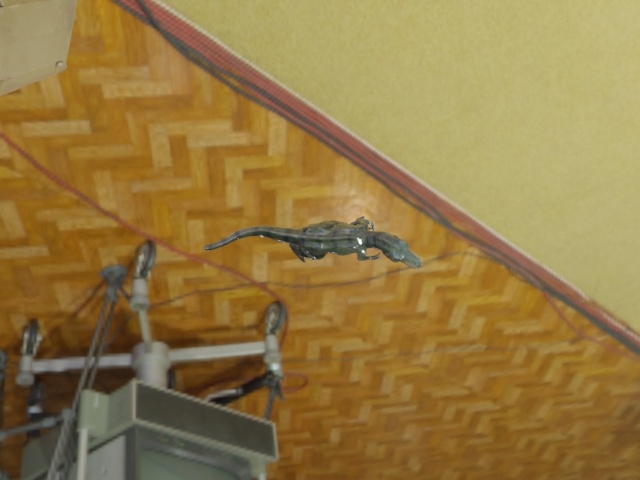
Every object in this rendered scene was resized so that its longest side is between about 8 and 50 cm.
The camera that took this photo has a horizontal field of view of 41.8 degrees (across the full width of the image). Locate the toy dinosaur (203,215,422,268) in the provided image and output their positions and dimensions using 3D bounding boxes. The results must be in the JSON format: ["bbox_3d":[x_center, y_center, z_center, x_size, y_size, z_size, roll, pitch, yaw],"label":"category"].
[{"bbox_3d":[0.000,0.000,1.058,0.268,0.063,0.118,1,-179,15],"label":"toy dinosaur"}]

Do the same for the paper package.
[{"bbox_3d":[-0.527,-0.307,1.090,0.325,0.309,0.168,11,109,-1],"label":"paper package"}]
